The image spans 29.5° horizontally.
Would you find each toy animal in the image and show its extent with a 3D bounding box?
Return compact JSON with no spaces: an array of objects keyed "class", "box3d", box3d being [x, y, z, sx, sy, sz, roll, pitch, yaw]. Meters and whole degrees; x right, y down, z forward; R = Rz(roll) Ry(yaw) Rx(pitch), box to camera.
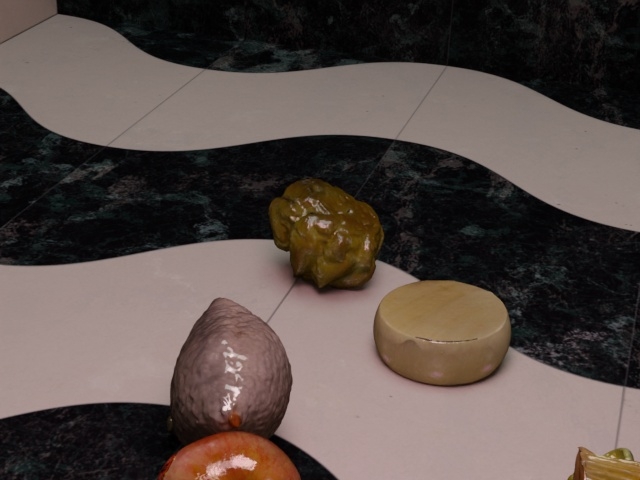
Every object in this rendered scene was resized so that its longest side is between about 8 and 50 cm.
[{"class":"toy animal","box3d":[-0.140,0.234,1.876,0.188,0.226,0.358,8,13,-2]}]

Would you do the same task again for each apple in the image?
[{"class":"apple","box3d":[-0.126,0.361,1.660,0.209,0.209,0.164,-7,3,-19]}]

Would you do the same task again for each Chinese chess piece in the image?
[{"class":"Chinese chess piece","box3d":[0.220,0.165,2.204,0.250,0.097,0.251,1,26,-1]}]

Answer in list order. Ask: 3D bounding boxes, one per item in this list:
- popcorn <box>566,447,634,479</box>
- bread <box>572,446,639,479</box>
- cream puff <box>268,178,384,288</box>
[{"class":"popcorn","box3d":[0.420,0.383,1.769,0.141,0.162,0.135,23,-12,-10]},{"class":"bread","box3d":[0.400,0.411,1.567,0.156,0.204,0.288,5,45,6]},{"class":"cream puff","box3d":[0.012,-0.011,2.429,0.244,0.196,0.244,2,28,-1]}]
